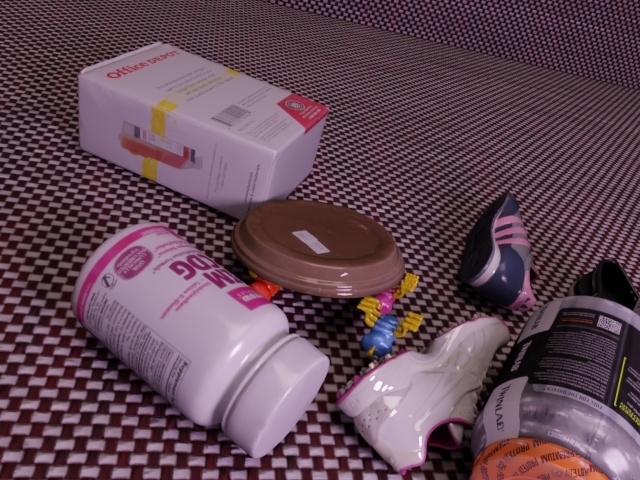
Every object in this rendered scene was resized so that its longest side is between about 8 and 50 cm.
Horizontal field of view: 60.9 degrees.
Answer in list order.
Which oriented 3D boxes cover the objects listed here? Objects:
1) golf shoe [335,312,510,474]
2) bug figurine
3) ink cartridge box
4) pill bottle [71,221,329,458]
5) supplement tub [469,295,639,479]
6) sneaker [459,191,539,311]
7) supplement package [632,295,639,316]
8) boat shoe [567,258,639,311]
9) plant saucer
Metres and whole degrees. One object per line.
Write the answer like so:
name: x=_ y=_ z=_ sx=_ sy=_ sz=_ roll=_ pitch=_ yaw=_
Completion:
golf shoe: x=0.165 y=0.197 z=0.729 sx=0.306 sy=0.115 sz=0.140 roll=-17 pitch=62 yaw=-34
bug figurine: x=0.024 y=0.082 z=0.822 sx=0.279 sy=0.072 sz=0.216 roll=21 pitch=27 yaw=20
ink cartridge box: x=-0.217 y=-0.219 z=1.051 sx=0.385 sy=0.160 sz=0.279 roll=24 pitch=36 yaw=8
pill bottle: x=-0.140 y=0.113 z=0.647 sx=0.283 sy=0.160 sz=0.160 roll=33 pitch=38 yaw=19
supplement tub: x=0.307 y=0.219 z=0.670 sx=0.194 sy=0.193 sz=0.316 roll=32 pitch=38 yaw=19
sneaker: x=0.357 y=0.021 z=1.050 sx=0.131 sy=0.112 sz=0.319 roll=38 pitch=40 yaw=-2
supplement package: x=0.577 y=0.134 z=0.715 sx=0.204 sy=0.262 sz=0.145 roll=39 pitch=64 yaw=7
boat shoe: x=0.520 y=0.157 z=0.911 sx=0.127 sy=0.113 sz=0.340 roll=18 pitch=36 yaw=-2
plant saucer: x=0.000 y=0.000 z=0.852 sx=0.278 sy=0.041 sz=0.278 roll=10 pitch=26 yaw=-5
